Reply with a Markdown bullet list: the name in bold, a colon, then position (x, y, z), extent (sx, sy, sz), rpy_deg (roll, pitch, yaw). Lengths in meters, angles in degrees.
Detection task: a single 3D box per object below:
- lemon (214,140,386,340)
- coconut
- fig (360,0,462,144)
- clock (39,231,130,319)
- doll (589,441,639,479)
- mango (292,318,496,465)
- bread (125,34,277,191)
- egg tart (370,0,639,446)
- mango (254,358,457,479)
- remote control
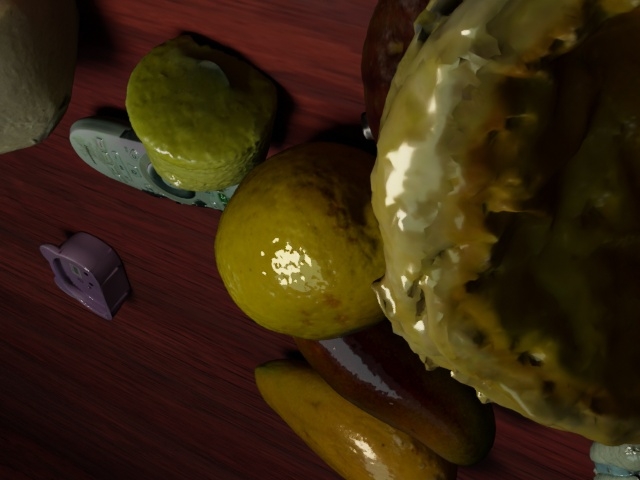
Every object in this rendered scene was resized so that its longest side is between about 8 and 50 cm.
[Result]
- **lemon**: position (0.000, 0.000, 0.898), extent (0.170, 0.170, 0.207), rpy_deg (42, 146, -12)
- **coconut**: position (-0.330, -0.177, 0.958), extent (0.241, 0.241, 0.241), rpy_deg (29, 153, 16)
- **fig**: position (0.083, -0.097, 0.664), extent (0.146, 0.170, 0.274), rpy_deg (-3, -179, -15)
- **clock**: position (-0.334, 0.044, 1.504), extent (0.110, 0.050, 0.152), rpy_deg (28, 153, 17)
- **doll**: position (0.320, 0.260, 1.035), extent (0.104, 0.071, 0.214), rpy_deg (8, 139, 43)
- **mango**: position (0.072, 0.128, 1.074), extent (0.267, 0.111, 0.133), rpy_deg (40, 138, -5)
- **bread**: position (-0.106, -0.103, 0.928), extent (0.129, 0.111, 0.114), rpy_deg (35, 163, 13)
- **egg tart**: position (0.181, -0.055, 0.473), extent (0.341, 0.341, 0.132), rpy_deg (57, -173, -36)
- **mango**: position (0.044, 0.230, 1.277), extent (0.317, 0.119, 0.176), rpy_deg (24, 159, 34)
- **remote control**: position (-0.156, -0.078, 1.093), extent (0.256, 0.045, 0.097), rpy_deg (20, 151, 25)
